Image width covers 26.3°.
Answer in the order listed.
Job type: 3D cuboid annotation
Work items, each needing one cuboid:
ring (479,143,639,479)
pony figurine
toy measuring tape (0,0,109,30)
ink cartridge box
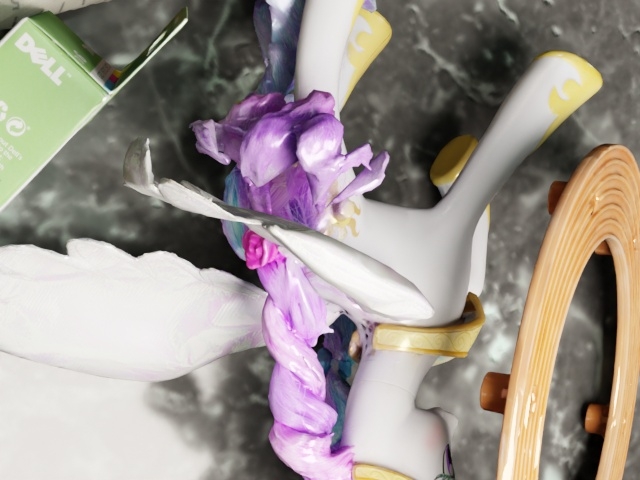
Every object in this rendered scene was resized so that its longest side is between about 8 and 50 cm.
[{"bbox_3d":[0.153,0.105,0.851,0.336,0.032,0.336,9,90,-67],"label":"ring"},{"bbox_3d":[0.000,0.000,0.789,0.351,0.303,0.363,29,63,-29],"label":"pony figurine"},{"bbox_3d":[-0.250,-0.142,0.762,0.330,0.121,0.121,-27,100,-38],"label":"toy measuring tape"},{"bbox_3d":[-0.165,-0.069,0.744,0.209,0.109,0.062,-45,101,5],"label":"ink cartridge box"}]
